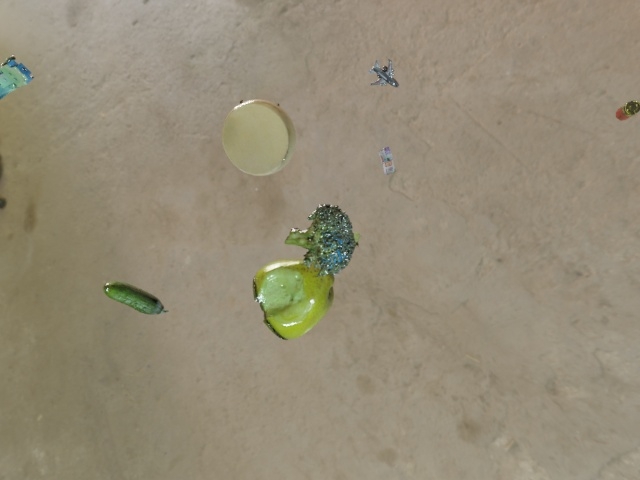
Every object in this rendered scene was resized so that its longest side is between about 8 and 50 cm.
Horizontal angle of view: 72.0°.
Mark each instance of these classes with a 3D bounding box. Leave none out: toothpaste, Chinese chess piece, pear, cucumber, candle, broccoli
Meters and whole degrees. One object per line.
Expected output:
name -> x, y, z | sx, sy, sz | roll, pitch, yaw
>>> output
toothpaste -> 0.216, -0.254, 1.424 | 0.040, 0.196, 0.047 | -18, 85, 10
Chinese chess piece -> -0.217, -0.365, 1.570 | 0.273, 0.102, 0.273 | 4, 111, 10
pear -> -0.073, 0.180, 1.492 | 0.292, 0.159, 0.293 | 0, 88, 11
cucumber -> -0.467, 0.148, 1.120 | 0.056, 0.250, 0.056 | -7, 64, 14
candle -> 1.085, -0.457, 1.562 | 0.051, 0.130, 0.052 | 1, 94, 19
broccoli -> 0.000, 0.000, 0.964 | 0.160, 0.167, 0.155 | 15, 82, 19

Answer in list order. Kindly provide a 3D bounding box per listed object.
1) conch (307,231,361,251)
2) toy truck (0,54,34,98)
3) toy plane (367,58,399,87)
conch -> 0.056, 0.022, 1.937 | 0.250, 0.143, 0.137 | 8, 98, -2
toy truck -> -0.742, -0.368, 1.028 | 0.175, 0.067, 0.081 | 1, 52, 34
toy plane -> 0.159, -0.402, 1.076 | 0.078, 0.083, 0.031 | -45, 24, 46
